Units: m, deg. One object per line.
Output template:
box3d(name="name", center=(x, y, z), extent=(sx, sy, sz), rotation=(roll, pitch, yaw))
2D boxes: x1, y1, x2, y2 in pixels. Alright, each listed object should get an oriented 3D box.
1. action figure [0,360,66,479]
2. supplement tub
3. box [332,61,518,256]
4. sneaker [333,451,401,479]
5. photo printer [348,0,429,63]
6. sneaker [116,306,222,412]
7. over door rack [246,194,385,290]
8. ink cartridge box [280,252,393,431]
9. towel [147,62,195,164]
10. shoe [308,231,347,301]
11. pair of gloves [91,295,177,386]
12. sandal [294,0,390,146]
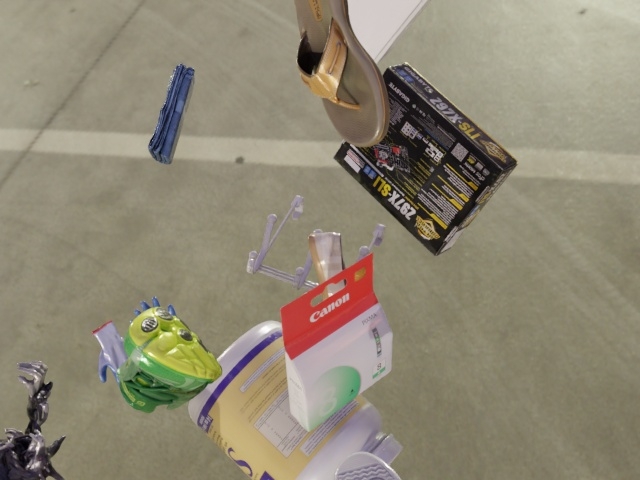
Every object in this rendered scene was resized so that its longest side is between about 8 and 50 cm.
box3d(name="action figure", center=(-0.436, 0.236, 1.023), extent=(0.275, 0.141, 0.164), rotation=(33, 33, 7))
box3d(name="supplement tub", center=(-0.043, 0.331, 1.393), extent=(0.331, 0.241, 0.241), rotation=(41, 65, 16))
box3d(name="box", center=(0.207, -0.168, 1.620), extent=(0.322, 0.257, 0.079), rotation=(45, 41, 16))
box3d(name="sneaker", center=(0.101, 0.394, 0.975), extent=(0.094, 0.151, 0.256), rotation=(-30, 51, -9))
box3d(name="photo printer", center=(0.030, -0.411, 0.991), extent=(0.307, 0.256, 0.107), rotation=(43, 49, -3))
box3d(name="sneaker", center=(-0.199, 0.171, 1.006), extent=(0.123, 0.295, 0.109), rotation=(-40, 76, -11))
box3d(name="over door rack", center=(0.000, 0.000, 1.781), extent=(0.239, 0.108, 0.324), rotation=(20, 34, 9))
box3d(name="ink cartridge box", center=(0.030, 0.151, 1.154), extent=(0.181, 0.225, 0.056), rotation=(-30, 48, -30))
box3d(name="towel", center=(-0.185, -0.156, 0.976), extent=(0.029, 0.067, 0.120), rotation=(15, 82, -6))
box3d(name="shoe", center=(0.031, 0.087, 1.405), extent=(0.058, 0.219, 0.076), rotation=(-13, 17, 6))
box3d(name="pair of gloves", center=(-0.376, 0.216, 1.617), extent=(0.198, 0.159, 0.023), rotation=(-31, 21, -20))
box3d(name="sandal", center=(0.005, -0.165, 0.687), extent=(0.049, 0.180, 0.072), rotation=(-27, 11, -39))
